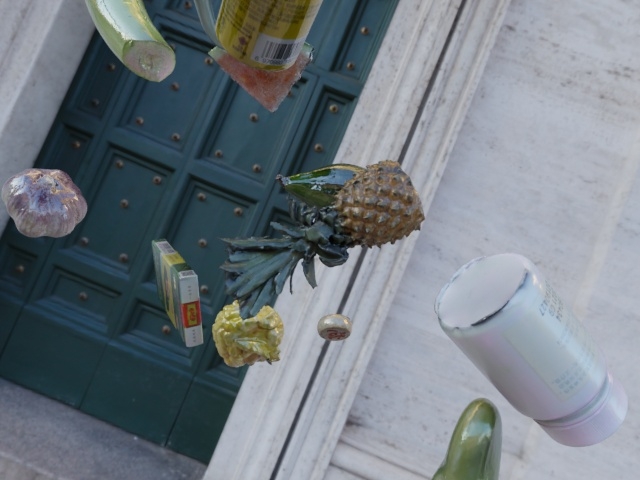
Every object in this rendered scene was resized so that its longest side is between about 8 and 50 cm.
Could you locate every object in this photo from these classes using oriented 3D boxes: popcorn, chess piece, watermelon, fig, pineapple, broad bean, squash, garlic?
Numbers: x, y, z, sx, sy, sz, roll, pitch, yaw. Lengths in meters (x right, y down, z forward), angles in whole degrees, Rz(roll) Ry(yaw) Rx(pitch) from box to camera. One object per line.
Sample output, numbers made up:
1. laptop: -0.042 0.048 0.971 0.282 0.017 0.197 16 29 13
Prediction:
1. popcorn: -0.172 0.229 1.199 0.180 0.180 0.170 26 32 -41
2. chess piece: 0.034 0.208 1.179 0.084 0.038 0.083 -1 -35 -1
3. watermelon: -0.179 -0.547 1.547 0.231 0.310 0.193 82 -12 -45
4. fig: 0.011 -0.078 0.828 0.177 0.117 0.117 10 -3 -5
5. pineapple: 0.000 0.000 0.661 0.119 0.277 0.130 -121 -173 -55
6. broad bean: 0.321 0.463 1.033 0.121 0.263 0.189 21 1 42
7. squash: -0.282 -0.327 0.702 0.250 0.083 0.083 59 15 27
8. garlic: -0.525 -0.078 0.948 0.147 0.102 0.159 22 35 -31

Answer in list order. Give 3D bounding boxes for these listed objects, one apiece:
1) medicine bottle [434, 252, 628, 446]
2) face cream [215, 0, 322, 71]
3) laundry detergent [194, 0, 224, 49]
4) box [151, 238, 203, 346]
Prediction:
1. medicine bottle: 0.422 0.219 0.983 0.378 0.213 0.213 47 -11 -14
2. face cream: -0.008 -0.327 0.462 0.105 0.105 0.348 23 -39 -12
3. laundry detergent: -0.115 -0.424 0.816 0.105 0.215 0.280 45 -7 22
4. box: -0.273 0.090 0.930 0.034 0.132 0.235 -9 19 -27
